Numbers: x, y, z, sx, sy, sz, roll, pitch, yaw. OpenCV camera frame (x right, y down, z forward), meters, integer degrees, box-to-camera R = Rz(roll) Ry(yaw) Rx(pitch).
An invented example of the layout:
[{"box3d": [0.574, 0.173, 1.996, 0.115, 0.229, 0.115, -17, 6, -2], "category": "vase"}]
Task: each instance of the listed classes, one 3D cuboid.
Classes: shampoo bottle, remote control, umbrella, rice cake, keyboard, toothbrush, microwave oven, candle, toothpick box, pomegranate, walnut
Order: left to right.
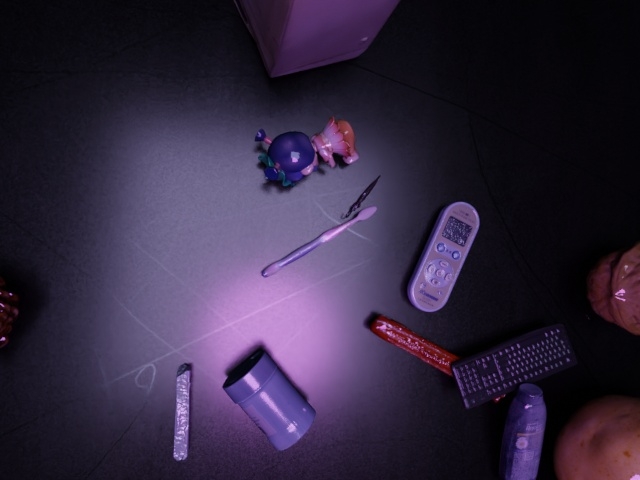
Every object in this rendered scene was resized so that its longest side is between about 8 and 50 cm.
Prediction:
[{"box3d": [-0.256, 0.319, 0.788, 0.029, 0.033, 0.170, 3, 88, -11], "category": "rice cake"}, {"box3d": [-0.095, 0.294, 0.785, 0.101, 0.101, 0.153, -39, 96, -9], "category": "toothpick box"}, {"box3d": [-0.030, -0.539, 0.714, 0.247, 0.333, 0.393, -22, 92, -15], "category": "microwave oven"}, {"box3d": [0.000, 0.000, 0.849, 0.269, 0.027, 0.021, -30, 85, -10], "category": "toothbrush"}, {"box3d": [0.088, -0.090, 0.875, 0.013, 0.022, 0.122, 35, 70, 18], "category": "umbrella"}, {"box3d": [0.247, 0.241, 0.878, 0.330, 0.048, 0.051, 31, 60, -9], "category": "candle"}, {"box3d": [0.256, 0.033, 0.887, 0.087, 0.047, 0.244, 27, 84, -5], "category": "remote control"}, {"box3d": [0.416, 0.405, 0.869, 0.087, 0.049, 0.233, -6, 107, -14], "category": "shampoo bottle"}, {"box3d": [0.452, 0.242, 0.890, 0.382, 0.041, 0.103, -16, 84, -18], "category": "keyboard"}, {"box3d": [0.672, 0.098, 0.885, 0.214, 0.213, 0.213, 0, 88, -11], "category": "walnut"}, {"box3d": [0.631, 0.442, 0.828, 0.320, 0.319, 0.318, 0, 88, -11], "category": "pomegranate"}]

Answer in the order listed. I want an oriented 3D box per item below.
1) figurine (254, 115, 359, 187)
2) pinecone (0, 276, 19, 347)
[{"box3d": [-0.027, -0.176, 0.815, 0.195, 0.102, 0.111, -26, 60, -6], "category": "figurine"}, {"box3d": [-0.603, 0.124, 0.651, 0.222, 0.221, 0.221, 0, 88, -11], "category": "pinecone"}]
